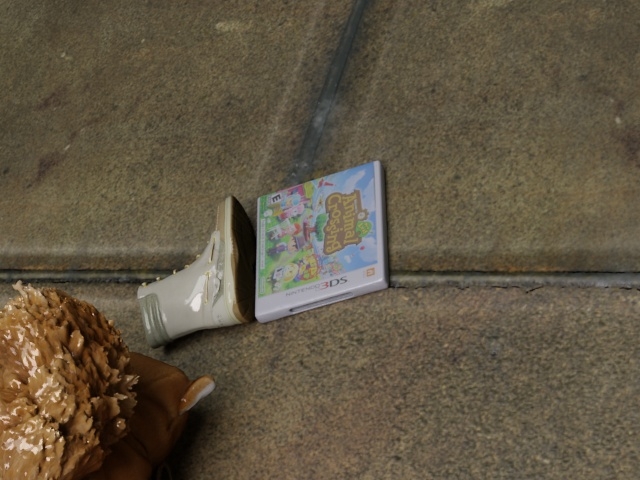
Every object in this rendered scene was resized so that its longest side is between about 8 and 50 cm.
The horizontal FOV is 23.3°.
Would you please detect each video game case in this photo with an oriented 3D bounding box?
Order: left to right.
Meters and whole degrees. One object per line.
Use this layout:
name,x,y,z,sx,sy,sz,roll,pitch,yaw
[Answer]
video game case,0.000,0.000,2.136,0.193,0.023,0.212,-17,49,20

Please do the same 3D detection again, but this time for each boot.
boot,-0.174,0.044,2.174,0.165,0.077,0.213,-19,50,20

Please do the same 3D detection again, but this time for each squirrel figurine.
squirrel figurine,-0.281,0.240,1.875,0.281,0.397,0.370,17,44,23
